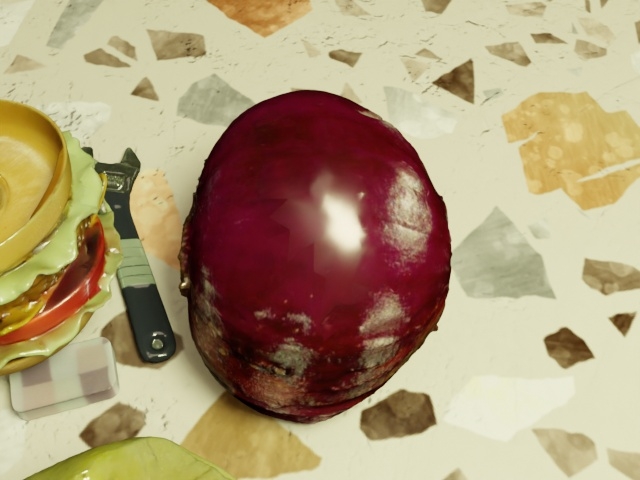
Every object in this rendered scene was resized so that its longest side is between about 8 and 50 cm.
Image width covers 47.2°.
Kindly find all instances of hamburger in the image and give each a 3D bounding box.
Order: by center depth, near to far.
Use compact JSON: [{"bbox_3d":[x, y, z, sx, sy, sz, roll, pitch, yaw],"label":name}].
[{"bbox_3d":[-0.337,0.011,0.737,0.274,0.212,0.274,-2,48,2],"label":"hamburger"}]

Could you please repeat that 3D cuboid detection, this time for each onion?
[{"bbox_3d":[0.000,0.000,0.750,0.282,0.260,0.336,11,56,-3],"label":"onion"}]

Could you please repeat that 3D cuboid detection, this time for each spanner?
[{"bbox_3d":[-0.225,0.004,0.866,0.087,0.024,0.316,-15,59,-19],"label":"spanner"}]

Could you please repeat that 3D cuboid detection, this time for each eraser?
[{"bbox_3d":[-0.268,0.144,0.768,0.105,0.026,0.065,-12,56,-12],"label":"eraser"}]

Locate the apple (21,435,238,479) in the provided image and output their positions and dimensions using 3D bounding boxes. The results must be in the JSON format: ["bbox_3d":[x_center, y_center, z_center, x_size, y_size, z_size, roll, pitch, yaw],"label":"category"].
[{"bbox_3d":[-0.131,0.292,0.546,0.279,0.279,0.279,2,57,-3],"label":"apple"}]
